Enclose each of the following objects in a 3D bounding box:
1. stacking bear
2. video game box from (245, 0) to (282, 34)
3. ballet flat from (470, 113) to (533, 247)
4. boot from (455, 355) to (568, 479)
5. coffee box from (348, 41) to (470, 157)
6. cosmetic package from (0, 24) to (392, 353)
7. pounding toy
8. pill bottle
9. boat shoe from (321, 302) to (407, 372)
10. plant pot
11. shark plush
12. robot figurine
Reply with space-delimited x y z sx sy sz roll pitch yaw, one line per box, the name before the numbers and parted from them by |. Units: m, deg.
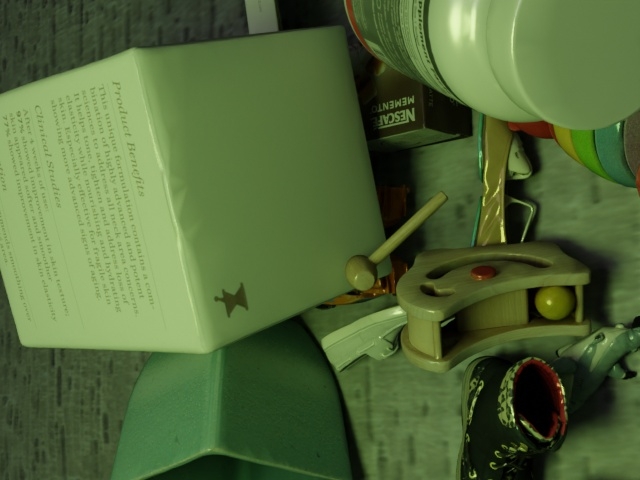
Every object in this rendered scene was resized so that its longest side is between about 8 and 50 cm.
stacking bear | 0.308 -0.143 1.027 0.289 0.164 0.175 30 104 53
video game box | -0.081 -0.322 1.412 0.048 0.187 0.205 -9 75 3
ballet flat | 0.224 -0.061 1.175 0.073 0.080 0.232 5 93 17
boot | 0.214 0.242 1.082 0.178 0.085 0.236 127 143 -77
coffee box | 0.073 -0.189 1.300 0.247 0.098 0.141 -6 82 45
cosmetic package | -0.183 -0.062 1.219 0.394 0.327 0.329 -4 101 44
pounding toy | 0.159 0.041 1.070 0.270 0.154 0.154 -5 114 5
pill bottle | 0.174 -0.234 0.944 0.363 0.210 0.210 47 121 62
boat shoe | 0.073 0.132 1.306 0.184 0.066 0.063 -30 81 37
plant pot | -0.125 0.232 1.378 0.247 0.248 0.252 -30 49 39
shark plush | 0.325 0.130 1.082 0.161 0.073 0.067 -36 84 17
robot figurine | 0.000 0.000 1.366 0.291 0.085 0.211 -2 90 45
